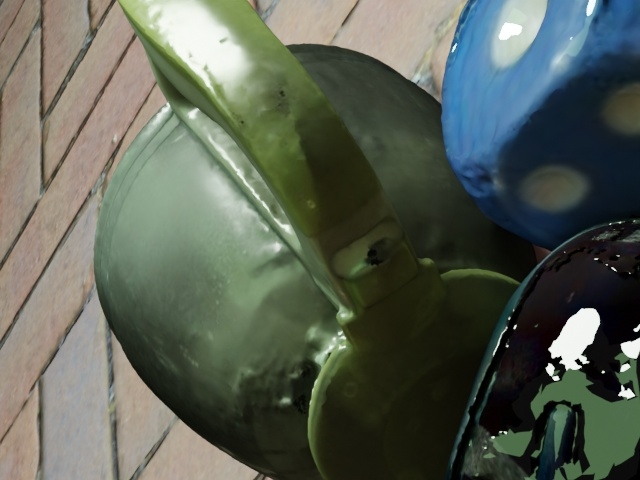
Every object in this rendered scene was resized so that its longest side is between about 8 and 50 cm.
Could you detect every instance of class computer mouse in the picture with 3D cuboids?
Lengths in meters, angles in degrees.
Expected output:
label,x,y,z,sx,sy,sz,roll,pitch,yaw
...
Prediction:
label,x,y,z,sx,sy,sz,roll,pitch,yaw
computer mouse,0.125,0.098,0.644,0.137,0.096,0.233,3,80,43

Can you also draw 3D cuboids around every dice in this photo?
label,x,y,z,sx,sy,sz,roll,pitch,yaw
dice,0.150,-0.078,0.721,0.146,0.146,0.143,-47,31,40

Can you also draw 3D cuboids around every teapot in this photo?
label,x,y,z,sx,sy,sz,roll,pitch,yaw
teapot,0.021,0.000,0.784,0.239,0.239,0.322,43,139,53
